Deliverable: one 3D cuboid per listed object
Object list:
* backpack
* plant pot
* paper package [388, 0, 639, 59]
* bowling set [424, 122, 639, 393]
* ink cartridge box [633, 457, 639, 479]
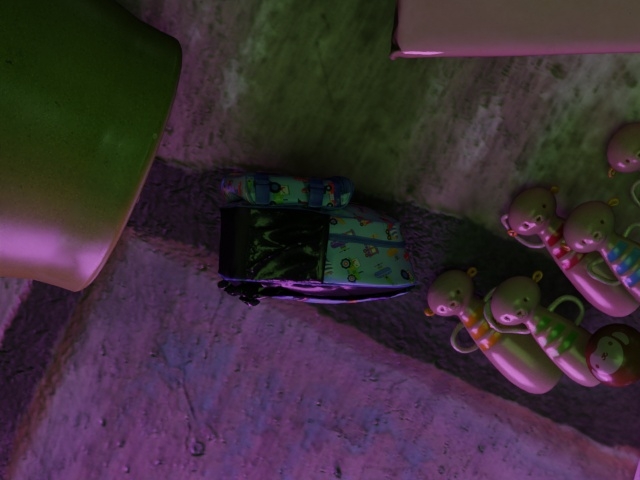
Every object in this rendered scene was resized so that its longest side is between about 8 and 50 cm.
[{"bbox_3d":[0.000,0.000,1.305,0.173,0.158,0.116,3,91,-10],"label":"backpack"},{"bbox_3d":[-0.318,-0.126,1.210,0.353,0.366,0.366,21,109,-16],"label":"plant pot"},{"bbox_3d":[0.217,-0.312,1.158,0.325,0.168,0.309,0,115,5],"label":"paper package"},{"bbox_3d":[0.231,0.029,1.276,0.154,0.200,0.287,40,103,-7],"label":"bowling set"},{"bbox_3d":[0.372,0.213,1.388,0.115,0.067,0.198,11,110,0],"label":"ink cartridge box"}]
